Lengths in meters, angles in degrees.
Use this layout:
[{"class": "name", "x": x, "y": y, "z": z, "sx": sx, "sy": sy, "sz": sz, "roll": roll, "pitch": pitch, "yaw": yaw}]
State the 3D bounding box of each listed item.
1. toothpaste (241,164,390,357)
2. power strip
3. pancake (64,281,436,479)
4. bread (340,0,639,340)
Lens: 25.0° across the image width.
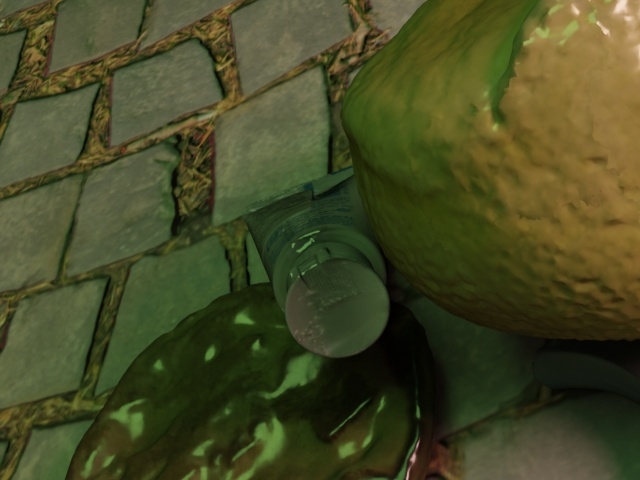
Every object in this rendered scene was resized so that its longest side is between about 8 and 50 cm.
[{"class": "toothpaste", "x": 0.000, "y": 0.000, "z": 1.018, "sx": 0.114, "sy": 0.073, "sz": 0.299, "roll": -22, "pitch": 16, "yaw": 3}, {"class": "power strip", "x": 0.206, "y": 0.098, "z": 0.841, "sx": 0.137, "sy": 0.044, "sz": 0.216, "roll": -28, "pitch": 40, "yaw": 10}, {"class": "pancake", "x": -0.048, "y": 0.138, "z": 0.984, "sx": 0.294, "sy": 0.049, "sz": 0.294, "roll": -21, "pitch": 41, "yaw": 20}, {"class": "bread", "x": 0.177, "y": -0.072, "z": 0.856, "sx": 0.320, "sy": 0.237, "sz": 0.320, "roll": -26, "pitch": 9, "yaw": 4}]
